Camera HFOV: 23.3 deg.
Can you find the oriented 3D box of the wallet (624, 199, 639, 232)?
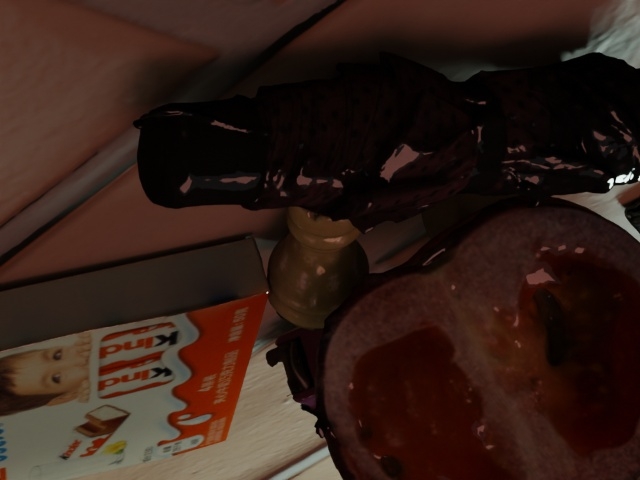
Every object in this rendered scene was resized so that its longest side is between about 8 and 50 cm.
[{"bbox_3d":[0.285,-0.015,1.162,0.088,0.026,0.129,-26,156,16],"label":"wallet"}]

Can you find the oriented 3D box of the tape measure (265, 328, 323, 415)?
[{"bbox_3d":[0.033,0.093,1.152,0.125,0.074,0.118,-21,157,9],"label":"tape measure"}]

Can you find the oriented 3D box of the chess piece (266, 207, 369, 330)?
[{"bbox_3d":[0.000,0.000,0.947,0.066,0.066,0.122,-14,152,-11],"label":"chess piece"}]

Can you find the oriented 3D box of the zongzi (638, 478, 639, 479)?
[{"bbox_3d":[0.214,0.108,1.254,0.181,0.418,0.447,-10,-157,23],"label":"zongzi"}]

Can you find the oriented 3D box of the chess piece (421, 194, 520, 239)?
[{"bbox_3d":[0.107,-0.022,1.005,0.083,0.038,0.084,-16,159,-7],"label":"chess piece"}]

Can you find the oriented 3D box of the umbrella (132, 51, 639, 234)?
[{"bbox_3d":[0.057,-0.055,0.833,0.326,0.090,0.094,-6,175,-28],"label":"umbrella"}]

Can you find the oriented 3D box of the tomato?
[{"bbox_3d":[0.115,0.081,0.963,0.228,0.199,0.112,-26,-178,11],"label":"tomato"}]

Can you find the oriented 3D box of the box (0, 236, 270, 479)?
[{"bbox_3d":[-0.178,0.102,1.048,0.265,0.048,0.273,-12,156,-15],"label":"box"}]
